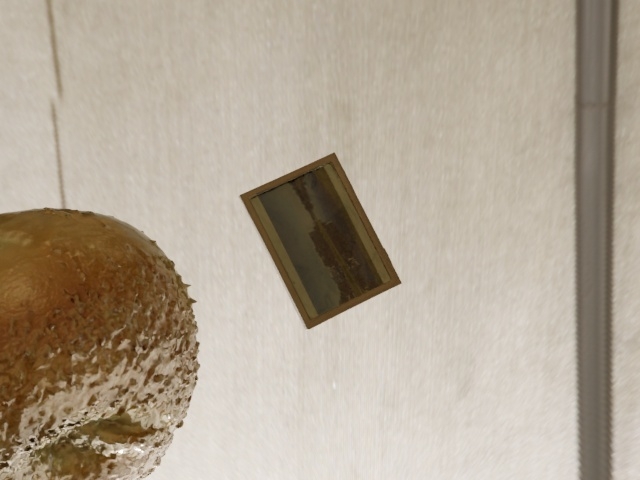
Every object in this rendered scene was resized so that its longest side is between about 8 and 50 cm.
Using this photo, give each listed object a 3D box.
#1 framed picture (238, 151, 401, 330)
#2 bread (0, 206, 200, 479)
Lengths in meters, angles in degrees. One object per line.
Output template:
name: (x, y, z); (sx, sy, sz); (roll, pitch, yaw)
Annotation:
framed picture: (0.000, 0.000, 1.434); (0.109, 0.011, 0.149); (-26, -94, -17)
bread: (-0.219, 0.113, 1.098); (0.305, 0.305, 0.159); (-38, -127, -8)
